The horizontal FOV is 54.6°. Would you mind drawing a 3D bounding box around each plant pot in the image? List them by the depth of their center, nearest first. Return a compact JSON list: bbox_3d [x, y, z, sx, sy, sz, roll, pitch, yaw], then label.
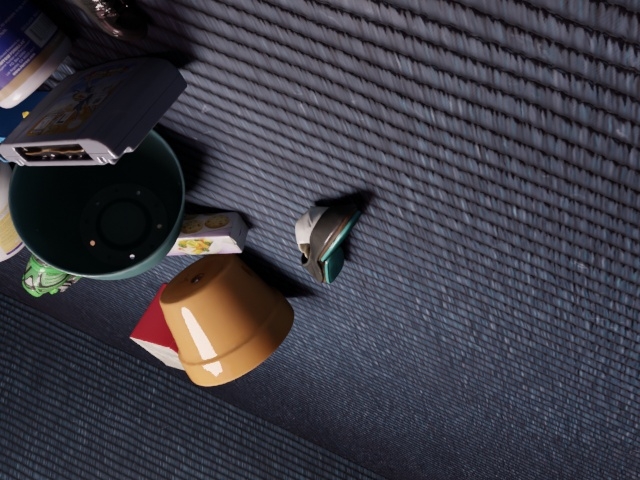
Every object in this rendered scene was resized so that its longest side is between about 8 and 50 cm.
[{"bbox_3d":[-0.392,-0.056,1.168,0.293,0.293,0.235,27,165,0],"label":"plant pot"},{"bbox_3d":[-0.233,0.161,1.435,0.291,0.291,0.203,-4,124,46],"label":"plant pot"}]

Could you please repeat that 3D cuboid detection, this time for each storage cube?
[{"bbox_3d":[-0.404,0.263,1.841,0.215,0.193,0.184,7,147,37],"label":"storage cube"}]

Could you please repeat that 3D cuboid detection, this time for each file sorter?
[{"bbox_3d":[-0.574,-0.216,1.218,0.170,0.118,0.104,9,153,32],"label":"file sorter"}]

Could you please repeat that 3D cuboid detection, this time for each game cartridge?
[{"bbox_3d":[-0.348,-0.198,0.947,0.297,0.198,0.062,4,146,37],"label":"game cartridge"}]

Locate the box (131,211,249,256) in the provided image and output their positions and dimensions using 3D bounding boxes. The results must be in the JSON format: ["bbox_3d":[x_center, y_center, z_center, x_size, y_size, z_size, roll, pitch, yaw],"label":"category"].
[{"bbox_3d":[-0.311,-0.010,1.324,0.324,0.067,0.063,-2,144,23],"label":"box"}]

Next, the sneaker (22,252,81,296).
[{"bbox_3d":[-0.689,0.058,1.673,0.134,0.146,0.343,38,-170,4],"label":"sneaker"}]

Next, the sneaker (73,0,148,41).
[{"bbox_3d":[-0.299,-0.338,0.814,0.170,0.051,0.089,37,157,-12],"label":"sneaker"}]

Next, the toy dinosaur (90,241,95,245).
[{"bbox_3d":[-0.596,-0.069,1.505,0.200,0.127,0.296,5,126,17],"label":"toy dinosaur"}]

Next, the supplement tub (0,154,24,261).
[{"bbox_3d":[-0.883,-0.102,1.565,0.241,0.241,0.331,26,153,1],"label":"supplement tub"}]

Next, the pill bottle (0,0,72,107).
[{"bbox_3d":[-0.516,-0.336,0.905,0.153,0.153,0.265,-4,140,46],"label":"pill bottle"}]

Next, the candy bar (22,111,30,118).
[{"bbox_3d":[-0.451,-0.224,1.119,0.161,0.018,0.040,-7,136,-1],"label":"candy bar"}]

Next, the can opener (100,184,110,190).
[{"bbox_3d":[-0.469,-0.057,1.428,0.095,0.076,0.283,-6,146,7],"label":"can opener"}]

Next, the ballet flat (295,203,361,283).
[{"bbox_3d":[0.000,0.000,1.112,0.096,0.095,0.280,36,155,10],"label":"ballet flat"}]
